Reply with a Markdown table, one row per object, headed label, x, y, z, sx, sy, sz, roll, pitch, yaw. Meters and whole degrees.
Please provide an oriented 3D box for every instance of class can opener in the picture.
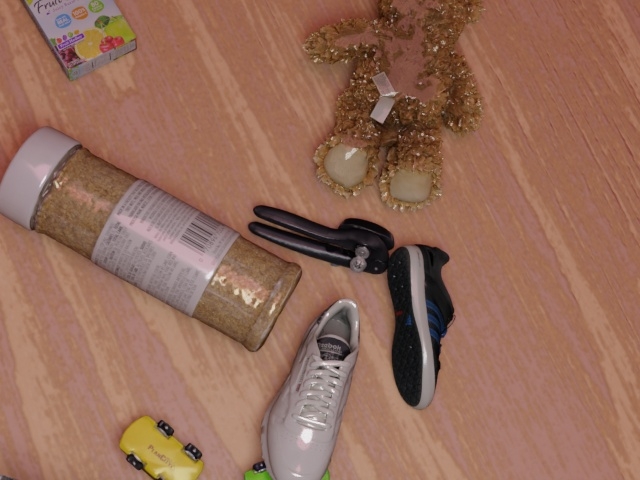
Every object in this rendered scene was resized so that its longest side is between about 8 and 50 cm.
| label | x | y | z | sx | sy | sz | roll | pitch | yaw |
| --- | --- | --- | --- | --- | --- | --- | --- | --- | --- |
| can opener | 0.000 | 0.000 | 1.347 | 0.186 | 0.073 | 0.059 | 12 | 111 | -2 |

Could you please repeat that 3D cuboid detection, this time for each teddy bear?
| label | x | y | z | sx | sy | sz | roll | pitch | yaw |
| --- | --- | --- | --- | --- | --- | --- | --- | --- | --- |
| teddy bear | 0.100 | -0.203 | 1.400 | 0.245 | 0.113 | 0.338 | -3 | 82 | -2 |

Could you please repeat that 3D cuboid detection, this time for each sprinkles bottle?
| label | x | y | z | sx | sy | sz | roll | pitch | yaw |
| --- | --- | --- | --- | --- | --- | --- | --- | --- | --- |
| sprinkles bottle | -0.201 | -0.001 | 1.274 | 0.355 | 0.121 | 0.121 | 29 | 72 | 1 |

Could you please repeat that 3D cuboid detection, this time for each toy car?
| label | x | y | z | sx | sy | sz | roll | pitch | yaw |
| --- | --- | --- | --- | --- | --- | --- | --- | --- | --- |
| toy car | -0.099 | 0.299 | 1.238 | 0.225 | 0.053 | 0.239 | -15 | 77 | -13 |

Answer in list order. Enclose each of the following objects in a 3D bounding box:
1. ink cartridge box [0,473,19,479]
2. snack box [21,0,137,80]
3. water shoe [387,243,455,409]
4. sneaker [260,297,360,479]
| label | x | y | z | sx | sy | sz | roll | pitch | yaw |
| --- | --- | --- | --- | --- | --- | --- | --- | --- | --- |
| ink cartridge box | -0.323 | 0.362 | 1.071 | 0.307 | 0.129 | 0.223 | 19 | 63 | -4 |
| snack box | -0.315 | -0.289 | 1.385 | 0.100 | 0.037 | 0.141 | -29 | 80 | -16 |
| water shoe | 0.135 | 0.104 | 1.318 | 0.080 | 0.073 | 0.203 | -1 | 85 | -30 |
| sneaker | -0.006 | 0.174 | 1.236 | 0.090 | 0.095 | 0.235 | 19 | 53 | -8 |
